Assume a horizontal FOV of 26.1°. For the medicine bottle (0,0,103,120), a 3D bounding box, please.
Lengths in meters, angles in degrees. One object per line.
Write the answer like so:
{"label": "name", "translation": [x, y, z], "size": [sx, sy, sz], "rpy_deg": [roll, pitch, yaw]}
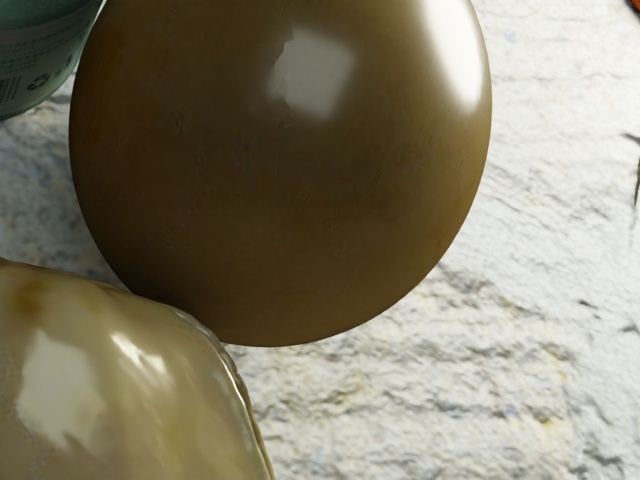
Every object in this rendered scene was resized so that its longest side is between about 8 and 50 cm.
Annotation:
{"label": "medicine bottle", "translation": [-0.253, -0.257, 1.003], "size": [0.245, 0.290, 0.245], "rpy_deg": [12, 57, -19]}

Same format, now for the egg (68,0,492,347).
{"label": "egg", "translation": [-0.024, -0.100, 1.007], "size": [0.301, 0.301, 0.374], "rpy_deg": [22, 54, -12]}

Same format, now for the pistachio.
{"label": "pistachio", "translation": [-0.152, 0.141, 0.858], "size": [0.238, 0.229, 0.321], "rpy_deg": [-40, 88, 3]}

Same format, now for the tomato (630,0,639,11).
{"label": "tomato", "translation": [0.394, -0.288, 1.466], "size": [0.155, 0.069, 0.156], "rpy_deg": [12, 56, -19]}
